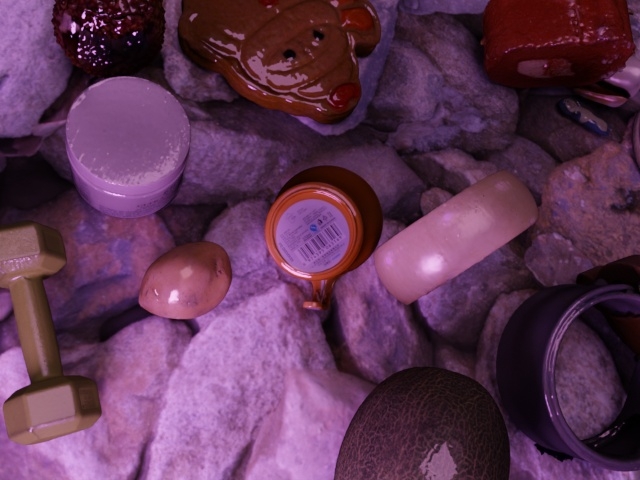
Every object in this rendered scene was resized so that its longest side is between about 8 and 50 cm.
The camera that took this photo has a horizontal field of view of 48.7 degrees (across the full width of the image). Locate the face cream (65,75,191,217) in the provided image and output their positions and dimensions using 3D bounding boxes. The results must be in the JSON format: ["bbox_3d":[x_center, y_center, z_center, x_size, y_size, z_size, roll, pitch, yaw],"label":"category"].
[{"bbox_3d":[-0.291,-0.136,1.072,0.177,0.153,0.177,5,72,-14],"label":"face cream"}]

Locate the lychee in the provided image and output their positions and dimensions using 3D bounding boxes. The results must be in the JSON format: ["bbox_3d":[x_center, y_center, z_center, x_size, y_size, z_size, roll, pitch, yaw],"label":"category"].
[{"bbox_3d":[-0.334,-0.354,1.128,0.188,0.188,0.188,5,70,-15],"label":"lychee"}]

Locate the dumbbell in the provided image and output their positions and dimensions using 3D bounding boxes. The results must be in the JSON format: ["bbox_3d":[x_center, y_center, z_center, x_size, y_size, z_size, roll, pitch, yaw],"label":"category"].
[{"bbox_3d":[-0.392,0.122,0.974,0.108,0.121,0.301,-20,75,7],"label":"dumbbell"}]

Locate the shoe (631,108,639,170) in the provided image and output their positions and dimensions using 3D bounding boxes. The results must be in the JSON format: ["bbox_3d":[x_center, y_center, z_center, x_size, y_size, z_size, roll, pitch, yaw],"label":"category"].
[{"bbox_3d":[0.735,-0.145,1.362,0.132,0.171,0.336,-15,77,-20],"label":"shoe"}]

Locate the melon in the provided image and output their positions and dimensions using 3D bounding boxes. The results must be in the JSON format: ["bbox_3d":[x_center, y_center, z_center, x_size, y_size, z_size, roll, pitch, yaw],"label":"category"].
[{"bbox_3d":[0.140,0.329,0.985,0.238,0.237,0.301,25,69,-7],"label":"melon"}]

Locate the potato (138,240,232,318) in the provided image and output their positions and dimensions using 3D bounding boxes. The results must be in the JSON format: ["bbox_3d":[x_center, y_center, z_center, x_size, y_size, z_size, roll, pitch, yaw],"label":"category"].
[{"bbox_3d":[-0.200,0.057,1.056,0.147,0.112,0.112,-33,83,-30],"label":"potato"}]

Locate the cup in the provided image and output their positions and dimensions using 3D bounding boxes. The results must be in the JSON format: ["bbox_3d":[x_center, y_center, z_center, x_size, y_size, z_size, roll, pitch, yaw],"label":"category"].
[{"bbox_3d":[0.000,0.000,1.051,0.183,0.264,0.226,3,95,5],"label":"cup"}]

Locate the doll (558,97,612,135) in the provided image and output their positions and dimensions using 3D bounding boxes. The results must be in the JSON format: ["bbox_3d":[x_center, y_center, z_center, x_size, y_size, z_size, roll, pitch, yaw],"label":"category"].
[{"bbox_3d":[0.532,-0.247,1.417,0.125,0.027,0.037,29,59,-5],"label":"doll"}]

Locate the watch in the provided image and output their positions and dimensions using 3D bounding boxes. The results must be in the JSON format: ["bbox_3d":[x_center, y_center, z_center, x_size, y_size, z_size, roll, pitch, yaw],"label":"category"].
[{"bbox_3d":[0.474,0.218,1.126,0.327,0.314,0.335,-36,95,-12],"label":"watch"}]

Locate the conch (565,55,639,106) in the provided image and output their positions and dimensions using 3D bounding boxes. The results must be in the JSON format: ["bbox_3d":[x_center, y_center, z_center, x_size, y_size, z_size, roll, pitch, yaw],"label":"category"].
[{"bbox_3d":[0.574,-0.327,1.424,0.176,0.094,0.104,8,105,-9],"label":"conch"}]

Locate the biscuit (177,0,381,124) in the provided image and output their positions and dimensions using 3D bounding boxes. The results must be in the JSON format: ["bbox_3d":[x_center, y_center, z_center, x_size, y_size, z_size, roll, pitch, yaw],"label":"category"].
[{"bbox_3d":[-0.060,-0.378,1.275,0.359,0.074,0.381,-37,81,-22],"label":"biscuit"}]

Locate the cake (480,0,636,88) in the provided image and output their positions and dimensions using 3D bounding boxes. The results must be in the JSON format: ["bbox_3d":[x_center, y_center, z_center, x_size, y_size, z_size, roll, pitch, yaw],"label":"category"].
[{"bbox_3d":[0.448,-0.379,1.344,0.283,0.177,0.150,-5,67,10],"label":"cake"}]

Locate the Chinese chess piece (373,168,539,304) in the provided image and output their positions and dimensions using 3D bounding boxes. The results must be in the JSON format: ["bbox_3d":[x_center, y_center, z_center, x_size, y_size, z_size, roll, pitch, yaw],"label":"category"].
[{"bbox_3d":[0.208,-0.004,1.106,0.273,0.273,0.102,-30,82,-23],"label":"Chinese chess piece"}]
